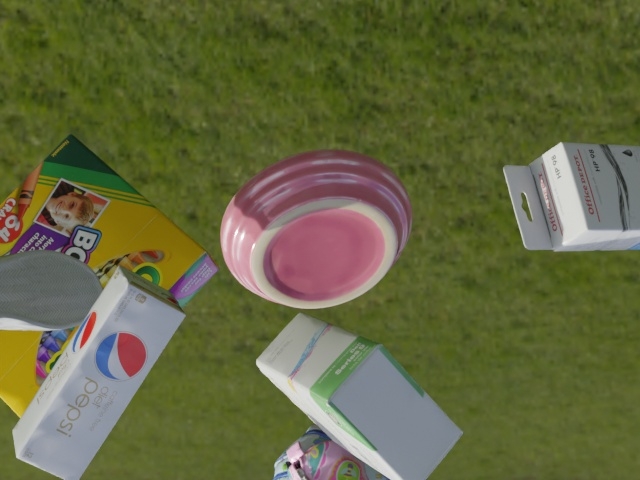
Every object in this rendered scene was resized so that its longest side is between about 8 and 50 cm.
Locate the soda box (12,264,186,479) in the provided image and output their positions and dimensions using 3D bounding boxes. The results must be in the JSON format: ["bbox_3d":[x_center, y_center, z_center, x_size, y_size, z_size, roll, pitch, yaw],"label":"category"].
[{"bbox_3d":[-0.232,0.139,1.119,0.074,0.216,0.069,32,-177,-25],"label":"soda box"}]

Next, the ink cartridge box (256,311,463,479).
[{"bbox_3d":[0.037,0.176,1.213,0.154,0.093,0.212,47,165,-21],"label":"ink cartridge box"}]

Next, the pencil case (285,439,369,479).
[{"bbox_3d":[0.042,0.407,1.459,0.124,0.284,0.124,-17,151,-9],"label":"pencil case"}]

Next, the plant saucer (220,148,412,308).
[{"bbox_3d":[0.000,0.000,1.807,0.332,0.084,0.332,-8,134,-8],"label":"plant saucer"}]

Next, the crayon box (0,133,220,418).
[{"bbox_3d":[-0.394,0.068,1.658,0.313,0.363,0.106,39,171,21],"label":"crayon box"}]

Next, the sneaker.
[{"bbox_3d":[-0.443,0.074,1.397,0.169,0.108,0.292,-10,171,39],"label":"sneaker"}]

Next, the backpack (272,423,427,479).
[{"bbox_3d":[0.080,0.471,1.848,0.273,0.356,0.290,-27,174,-29],"label":"backpack"}]

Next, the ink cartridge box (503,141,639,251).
[{"bbox_3d":[0.294,-0.046,1.158,0.180,0.104,0.060,-1,159,-31],"label":"ink cartridge box"}]
